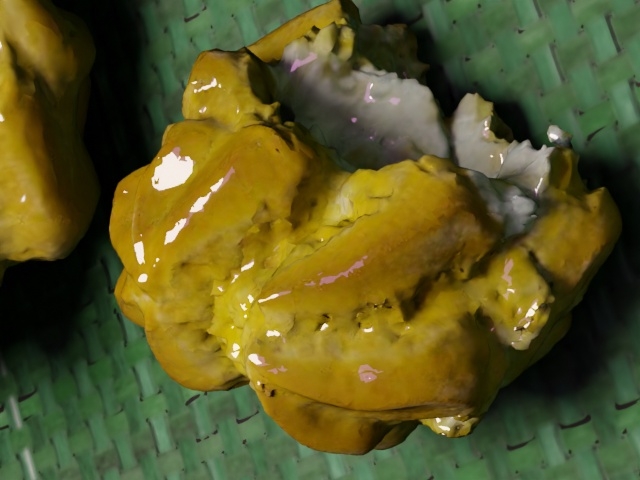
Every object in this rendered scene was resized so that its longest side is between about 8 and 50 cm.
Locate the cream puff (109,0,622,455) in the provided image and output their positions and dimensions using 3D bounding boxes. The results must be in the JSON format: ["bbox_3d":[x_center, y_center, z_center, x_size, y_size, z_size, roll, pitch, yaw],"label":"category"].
[{"bbox_3d":[-0.002,0.005,0.863,0.221,0.195,0.195,36,115,37],"label":"cream puff"}]

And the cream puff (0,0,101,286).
[{"bbox_3d":[-0.241,-0.056,1.049,0.274,0.270,0.323,-16,81,5],"label":"cream puff"}]
